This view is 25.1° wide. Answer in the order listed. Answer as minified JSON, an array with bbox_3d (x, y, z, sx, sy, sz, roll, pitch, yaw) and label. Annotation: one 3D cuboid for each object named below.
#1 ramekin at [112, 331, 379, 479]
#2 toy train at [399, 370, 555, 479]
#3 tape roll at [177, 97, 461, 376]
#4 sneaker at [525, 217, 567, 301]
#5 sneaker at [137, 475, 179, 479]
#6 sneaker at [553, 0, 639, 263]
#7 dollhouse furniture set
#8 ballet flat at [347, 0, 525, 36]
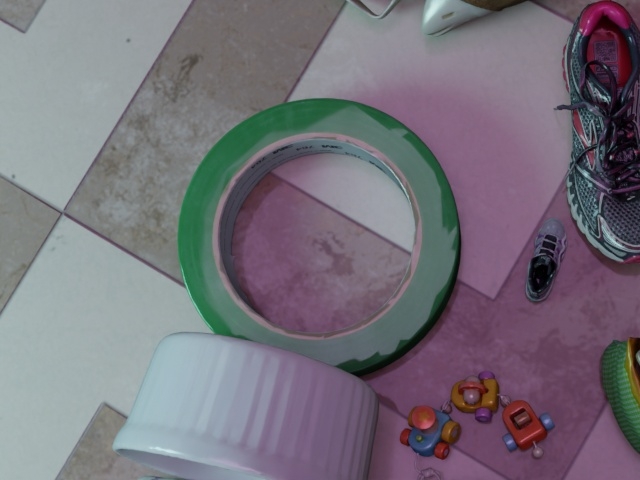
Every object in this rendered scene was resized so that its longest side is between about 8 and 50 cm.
[{"bbox_3d":[-0.070,0.196,1.535,0.277,0.277,0.135,12,75,10],"label":"ramekin"},{"bbox_3d":[0.165,0.204,1.587,0.166,0.046,0.125,-27,50,5],"label":"toy train"},{"bbox_3d":[0.000,0.000,1.653,0.321,0.077,0.321,-1,80,7],"label":"tape roll"},{"bbox_3d":[0.255,0.019,1.618,0.038,0.069,0.098,11,82,9],"label":"sneaker"},{"bbox_3d":[-0.207,0.410,1.613,0.152,0.114,0.305,22,83,28],"label":"sneaker"},{"bbox_3d":[0.325,-0.120,1.611,0.121,0.112,0.299,-12,80,6],"label":"sneaker"},{"bbox_3d":[0.335,0.259,1.490,0.151,0.197,0.301,-26,82,-8],"label":"dollhouse furniture set"},{"bbox_3d":[0.104,-0.312,1.684,0.342,0.116,0.124,20,104,11],"label":"ballet flat"}]
